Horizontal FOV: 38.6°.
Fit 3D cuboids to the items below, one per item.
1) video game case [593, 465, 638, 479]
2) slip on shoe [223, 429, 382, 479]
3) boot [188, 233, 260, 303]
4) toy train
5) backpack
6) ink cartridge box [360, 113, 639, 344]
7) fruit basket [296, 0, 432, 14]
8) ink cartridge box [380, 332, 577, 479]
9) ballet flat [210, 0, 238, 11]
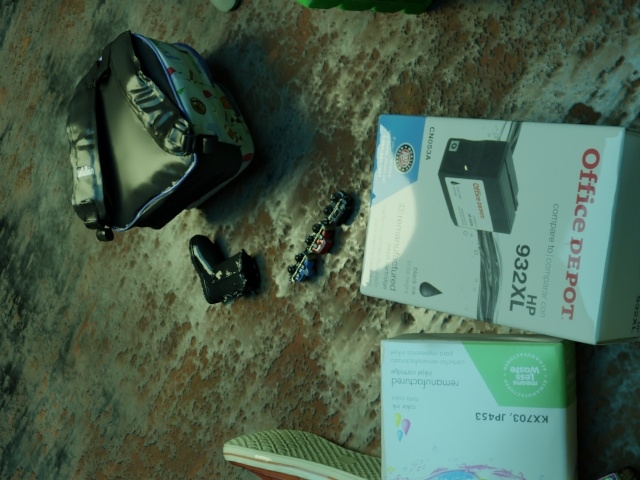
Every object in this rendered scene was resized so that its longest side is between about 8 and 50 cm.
[{"bbox_3d":[0.319,0.321,0.866,0.042,0.232,0.210,-28,69,14],"label":"video game case"},{"bbox_3d":[-0.004,0.328,1.225,0.331,0.123,0.101,10,99,36],"label":"slip on shoe"},{"bbox_3d":[-0.147,0.037,1.397,0.099,0.045,0.121,-22,82,41],"label":"boot"},{"bbox_3d":[0.000,0.000,1.283,0.036,0.027,0.158,41,115,22],"label":"toy train"},{"bbox_3d":[-0.245,-0.172,1.380,0.276,0.213,0.263,-32,77,30],"label":"backpack"},{"bbox_3d":[0.210,-0.022,1.031,0.307,0.129,0.223,10,95,41],"label":"ink cartridge box"},{"bbox_3d":[-0.015,-0.441,1.079,0.283,0.392,0.392,-47,61,30],"label":"fruit basket"},{"bbox_3d":[0.180,0.284,1.021,0.207,0.119,0.353,-2,88,20],"label":"ink cartridge box"},{"bbox_3d":[-0.186,-0.455,1.424,0.072,0.068,0.213,-26,73,38],"label":"ballet flat"}]
